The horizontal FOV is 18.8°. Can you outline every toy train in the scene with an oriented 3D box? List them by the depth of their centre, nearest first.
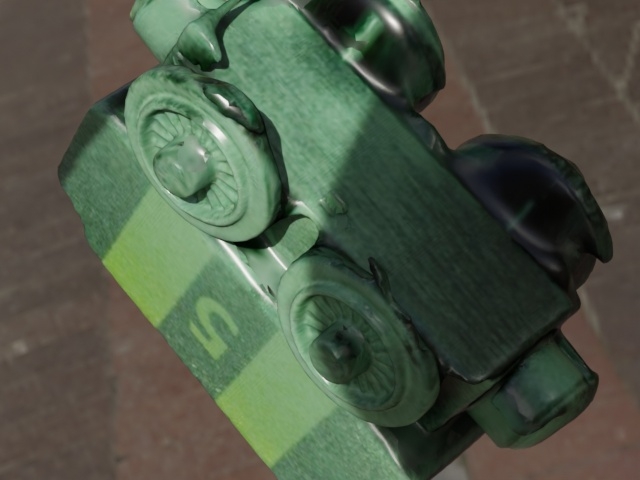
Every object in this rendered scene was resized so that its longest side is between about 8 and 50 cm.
[{"bbox_3d":[0.000,0.000,0.981,0.167,0.299,0.238,-35,-9,-32],"label":"toy train"}]
